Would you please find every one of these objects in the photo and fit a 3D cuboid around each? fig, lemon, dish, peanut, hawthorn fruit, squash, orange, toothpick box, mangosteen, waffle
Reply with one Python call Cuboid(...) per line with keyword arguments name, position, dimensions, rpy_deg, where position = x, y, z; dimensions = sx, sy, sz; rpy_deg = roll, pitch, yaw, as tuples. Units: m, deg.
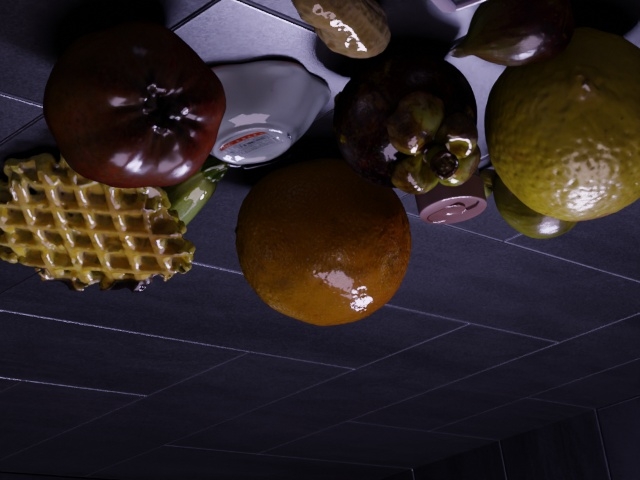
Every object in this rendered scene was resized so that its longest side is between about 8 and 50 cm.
Cuboid(name="fig", position=(0.231, -0.255, 1.727), dimensions=(0.154, 0.103, 0.109), rpy_deg=(-27, 131, 21))
Cuboid(name="lemon", position=(0.336, -0.149, 1.843), dimensions=(0.267, 0.267, 0.267), rpy_deg=(-7, 159, -3))
Cuboid(name="dish", position=(-0.094, -0.154, 1.890), dimensions=(0.229, 0.081, 0.229), rpy_deg=(-7, 159, -3))
Cuboid(name="fig", position=(0.326, -0.088, 2.195), dimensions=(0.148, 0.186, 0.142), rpy_deg=(-10, 126, -60))
Cuboid(name="peanut", position=(0.021, -0.265, 1.664), dimensions=(0.080, 0.080, 0.174), rpy_deg=(-19, 153, 25))
Cuboid(name="hawthorn fruit", position=(-0.233, -0.156, 1.697), dimensions=(0.208, 0.208, 0.248), rpy_deg=(2, 180, -26))
Cuboid(name="squash", position=(-0.202, -0.072, 2.078), dimensions=(0.075, 0.090, 0.200), rpy_deg=(36, 128, -10))
Cuboid(name="orange", position=(0.000, 0.000, 2.098), dimensions=(0.264, 0.264, 0.264), rpy_deg=(-7, 159, -3))
Cuboid(name="toothpick box", position=(0.175, -0.109, 2.013), dimensions=(0.098, 0.149, 0.098), rpy_deg=(-8, 158, -3))
Cuboid(name="mangosteen", position=(0.121, -0.137, 1.829), dimensions=(0.192, 0.217, 0.192), rpy_deg=(-12, 133, -13))
Cuboid(name="waffle", position=(-0.346, -0.018, 2.047), dimensions=(0.312, 0.060, 0.307), rpy_deg=(-21, 130, 36))

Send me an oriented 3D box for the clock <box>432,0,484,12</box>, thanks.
Cuboid(name="clock", position=(0.193, -0.334, 1.564), dimensions=(0.197, 0.063, 0.150), rpy_deg=(-18, 158, 23))
